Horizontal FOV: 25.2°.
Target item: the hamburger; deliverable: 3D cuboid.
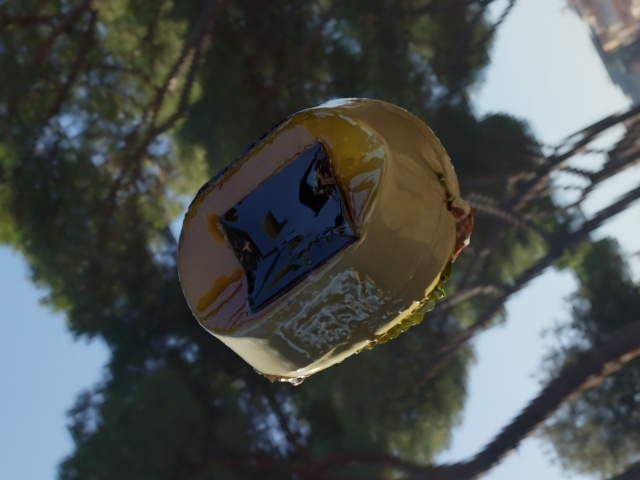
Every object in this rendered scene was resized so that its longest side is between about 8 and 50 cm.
[{"bbox_3d":[0.000,0.000,0.994,0.116,0.210,0.173,15,-140,-55],"label":"hamburger"}]
